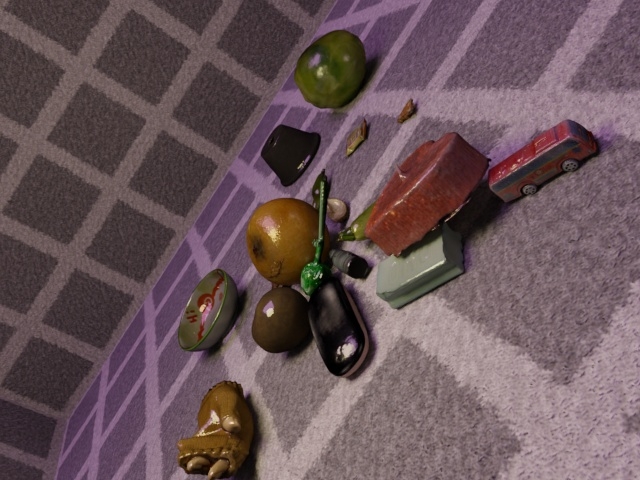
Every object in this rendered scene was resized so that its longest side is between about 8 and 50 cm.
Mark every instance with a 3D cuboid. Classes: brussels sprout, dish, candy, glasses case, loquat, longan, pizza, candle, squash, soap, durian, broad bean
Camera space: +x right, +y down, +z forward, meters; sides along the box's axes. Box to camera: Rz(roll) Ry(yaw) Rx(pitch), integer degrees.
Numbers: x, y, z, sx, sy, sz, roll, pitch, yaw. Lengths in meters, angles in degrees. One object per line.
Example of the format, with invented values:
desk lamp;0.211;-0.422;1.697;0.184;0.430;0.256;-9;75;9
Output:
brussels sprout;0.047;-0.675;2.188;0.344;0.268;0.344;-47;3;3
dish;-0.392;0.274;2.032;0.324;0.124;0.324;-37;37;35
candy;-0.002;-0.001;1.455;0.097;0.097;0.323;-136;48;-67
glasses case;0.037;0.199;1.306;0.122;0.075;0.314;-49;28;13
loquat;-0.096;0.006;1.605;0.263;0.263;0.263;-44;26;29
longan;-0.106;0.217;1.476;0.187;0.168;0.167;-49;24;21
pizza;0.266;-0.388;1.656;0.083;0.025;0.078;-58;17;17
candle;0.203;-0.105;1.191;0.287;0.131;0.317;-51;7;1
squash;0.131;-0.044;1.440;0.200;0.075;0.090;-39;40;-11
soap;0.209;0.056;1.165;0.198;0.063;0.114;-38;30;38
durian;0.052;-0.093;1.668;0.052;0.066;0.130;-47;34;25
broad bean;-0.004;-0.158;1.881;0.070;0.048;0.213;-26;42;50

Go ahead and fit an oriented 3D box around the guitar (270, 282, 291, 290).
guitar;-0.142;0.102;1.840;0.084;0.038;0.271;-48;28;21

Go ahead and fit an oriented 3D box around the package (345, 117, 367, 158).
package;0.122;-0.354;1.898;0.121;0.031;0.108;-45;25;41

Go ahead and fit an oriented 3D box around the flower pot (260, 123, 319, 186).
flower pot;-0.142;-0.381;2.293;0.269;0.166;0.268;-42;27;28

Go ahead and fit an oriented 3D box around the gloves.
gloves;-0.257;0.501;1.424;0.203;0.155;0.356;-46;9;9

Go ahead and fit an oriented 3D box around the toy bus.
toy bus;0.404;-0.145;1.011;0.192;0.077;0.065;-37;34;42

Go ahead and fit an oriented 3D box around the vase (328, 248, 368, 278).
vase;0.065;0.055;1.464;0.059;0.060;0.211;-58;18;-1
